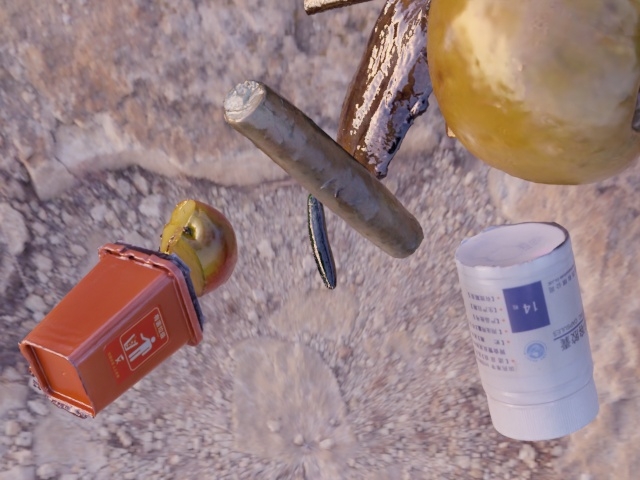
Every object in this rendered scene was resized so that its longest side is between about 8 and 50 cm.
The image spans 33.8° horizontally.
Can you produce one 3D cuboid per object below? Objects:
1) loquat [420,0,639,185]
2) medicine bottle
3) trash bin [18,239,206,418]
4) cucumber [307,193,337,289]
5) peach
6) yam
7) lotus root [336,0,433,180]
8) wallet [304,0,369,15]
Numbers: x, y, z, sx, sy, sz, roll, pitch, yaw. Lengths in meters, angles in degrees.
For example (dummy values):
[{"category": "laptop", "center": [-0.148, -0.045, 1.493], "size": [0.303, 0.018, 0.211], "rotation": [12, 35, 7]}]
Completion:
[{"category": "loquat", "center": [0.197, -0.166, 0.940], "size": [0.243, 0.244, 0.244], "rotation": [0, 79, -1]}, {"category": "medicine bottle", "center": [0.345, 0.153, 1.745], "size": [0.190, 0.190, 0.332], "rotation": [-16, 109, -4]}, {"category": "trash bin", "center": [-0.307, 0.123, 1.519], "size": [0.184, 0.161, 0.238], "rotation": [16, 44, 34]}, {"category": "cucumber", "center": [0.000, 0.000, 1.793], "size": [0.036, 0.033, 0.184], "rotation": [-10, 72, 0]}, {"category": "peach", "center": [-0.182, 0.014, 1.639], "size": [0.118, 0.151, 0.151], "rotation": [12, 78, -26]}, {"category": "yam", "center": [0.012, -0.075, 1.214], "size": [0.067, 0.317, 0.071], "rotation": [-10, 54, 40]}, {"category": "lotus root", "center": [0.085, -0.218, 1.399], "size": [0.078, 0.167, 0.329], "rotation": [16, 116, -24]}, {"category": "wallet", "center": [0.108, -0.300, 1.181], "size": [0.133, 0.243, 0.039], "rotation": [-29, 110, -43]}]
